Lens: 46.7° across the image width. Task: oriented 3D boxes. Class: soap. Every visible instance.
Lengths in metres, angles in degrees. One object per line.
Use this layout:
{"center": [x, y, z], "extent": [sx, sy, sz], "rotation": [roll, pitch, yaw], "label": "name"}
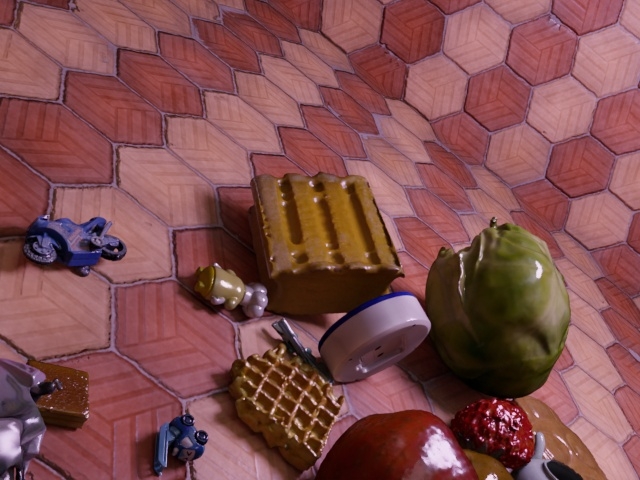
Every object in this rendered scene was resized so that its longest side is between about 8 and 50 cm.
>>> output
{"center": [0.000, 0.000, 1.657], "extent": [0.293, 0.156, 0.335], "rotation": [-4, 45, -14], "label": "soap"}

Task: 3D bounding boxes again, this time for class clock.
{"center": [0.111, 0.201, 1.516], "extent": [0.230, 0.230, 0.083], "rotation": [6, 47, -46], "label": "clock"}

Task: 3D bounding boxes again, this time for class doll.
{"center": [-0.176, 0.103, 1.486], "extent": [0.162, 0.062, 0.106], "rotation": [24, 37, -27], "label": "doll"}

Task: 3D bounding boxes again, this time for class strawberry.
{"center": [0.391, 0.393, 1.631], "extent": [0.190, 0.111, 0.236], "rotation": [16, 21, 27], "label": "strawberry"}

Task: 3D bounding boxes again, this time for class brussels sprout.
{"center": [0.421, 0.193, 1.792], "extent": [0.342, 0.425, 0.361], "rotation": [2, 54, 15], "label": "brussels sprout"}

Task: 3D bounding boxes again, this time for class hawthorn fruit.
{"center": [0.117, 0.421, 1.200], "extent": [0.275, 0.275, 0.299], "rotation": [47, 39, 11], "label": "hawthorn fruit"}

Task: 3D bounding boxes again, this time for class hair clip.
{"center": [-0.034, 0.228, 1.501], "extent": [0.173, 0.049, 0.049], "rotation": [50, 30, 6], "label": "hair clip"}

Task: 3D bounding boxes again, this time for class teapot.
{"center": [0.493, 0.543, 1.569], "extent": [0.193, 0.130, 0.294], "rotation": [21, 17, -15], "label": "teapot"}

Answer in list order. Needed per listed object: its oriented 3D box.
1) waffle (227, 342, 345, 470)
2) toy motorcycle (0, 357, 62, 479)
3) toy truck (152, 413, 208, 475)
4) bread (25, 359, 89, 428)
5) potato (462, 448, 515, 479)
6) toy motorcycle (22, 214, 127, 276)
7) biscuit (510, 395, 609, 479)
{"center": [-0.069, 0.281, 1.370], "extent": [0.219, 0.057, 0.229], "rotation": [39, 28, -3], "label": "waffle"}
{"center": [-0.382, 0.274, 0.929], "extent": [0.327, 0.143, 0.188], "rotation": [53, 30, 7], "label": "toy motorcycle"}
{"center": [-0.225, 0.319, 1.147], "extent": [0.073, 0.056, 0.090], "rotation": [44, 42, 16], "label": "toy truck"}
{"center": [-0.390, 0.225, 1.090], "extent": [0.094, 0.035, 0.090], "rotation": [20, 34, -32], "label": "bread"}
{"center": [0.336, 0.553, 1.383], "extent": [0.369, 0.176, 0.195], "rotation": [50, 3, 9], "label": "potato"}
{"center": [-0.441, 0.000, 1.310], "extent": [0.114, 0.076, 0.205], "rotation": [47, 28, 25], "label": "toy motorcycle"}
{"center": [0.587, 0.526, 1.794], "extent": [0.269, 0.051, 0.376], "rotation": [16, 33, -37], "label": "biscuit"}
